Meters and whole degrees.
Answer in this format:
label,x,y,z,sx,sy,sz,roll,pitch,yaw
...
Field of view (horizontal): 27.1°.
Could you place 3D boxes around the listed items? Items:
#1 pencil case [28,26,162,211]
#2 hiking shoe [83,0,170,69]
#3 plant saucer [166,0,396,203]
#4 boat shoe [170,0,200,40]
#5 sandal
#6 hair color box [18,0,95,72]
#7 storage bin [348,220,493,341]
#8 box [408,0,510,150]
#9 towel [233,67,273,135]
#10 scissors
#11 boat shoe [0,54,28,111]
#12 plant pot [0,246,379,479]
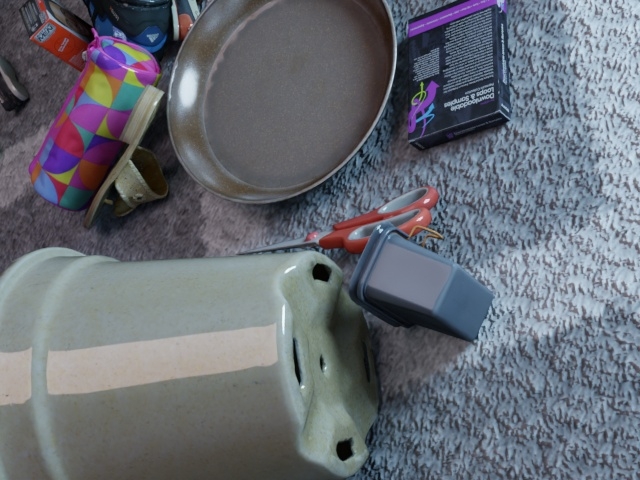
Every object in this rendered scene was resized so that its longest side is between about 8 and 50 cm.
label,x,y,z,sx,sy,sz,roll,pitch,yaw
pencil case,-0.291,-0.153,1.697,0.236,0.104,0.104,-60,43,24
hiking shoe,-0.287,-0.322,1.809,0.304,0.113,0.132,-138,47,-59
plant saucer,-0.041,-0.184,1.552,0.310,0.050,0.310,-10,70,29
boat shoe,-0.180,-0.318,1.767,0.043,0.049,0.137,-3,54,-10
sandal,-0.223,-0.082,1.654,0.240,0.079,0.088,-59,6,39
hair color box,-0.337,-0.273,1.804,0.043,0.141,0.072,-42,48,16
storage bin,0.107,0.042,1.292,0.091,0.135,0.098,21,82,32
box,0.148,-0.186,1.437,0.116,0.029,0.162,-16,58,34
towel,-0.114,-0.180,1.652,0.148,0.027,0.110,25,86,44
scissors,0.000,0.000,1.433,0.297,0.021,0.109,-16,23,33
boat shoe,-0.471,-0.238,1.966,0.038,0.046,0.125,-42,56,9
plant pot,-0.120,0.145,1.324,0.305,0.334,0.334,-11,61,22
